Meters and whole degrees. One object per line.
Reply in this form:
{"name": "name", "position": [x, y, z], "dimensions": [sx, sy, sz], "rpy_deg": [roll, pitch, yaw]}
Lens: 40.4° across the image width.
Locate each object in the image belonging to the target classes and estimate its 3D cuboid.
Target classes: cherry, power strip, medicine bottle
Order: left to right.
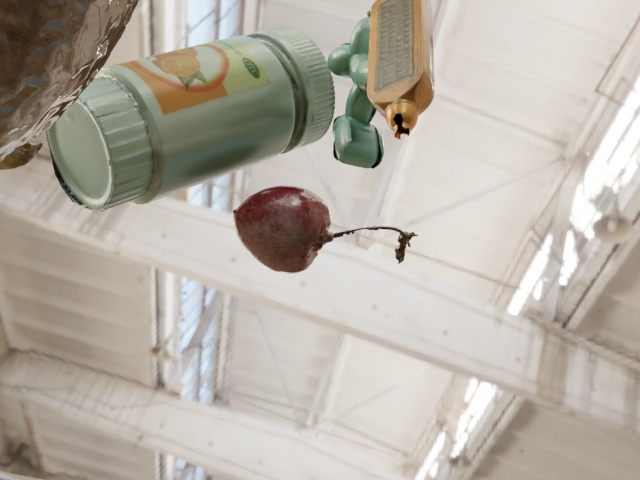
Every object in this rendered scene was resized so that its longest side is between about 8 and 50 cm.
{"name": "medicine bottle", "position": [-0.147, -0.146, 1.017], "dimensions": [0.158, 0.318, 0.158], "rpy_deg": [26, -53, 39]}
{"name": "cherry", "position": [0.000, 0.000, 1.058], "dimensions": [0.226, 0.106, 0.090], "rpy_deg": [19, 2, -10]}
{"name": "power strip", "position": [0.065, -0.143, 0.690], "dimensions": [0.049, 0.178, 0.028], "rpy_deg": [-19, -47, 26]}

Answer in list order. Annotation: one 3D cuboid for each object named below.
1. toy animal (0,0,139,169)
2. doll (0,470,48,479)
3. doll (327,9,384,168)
{"name": "toy animal", "position": [-0.248, -0.158, 0.611], "dimensions": [0.188, 0.358, 0.226], "rpy_deg": [47, -5, -11]}
{"name": "doll", "position": [-0.194, 0.177, 0.377], "dimensions": [0.370, 0.226, 0.215], "rpy_deg": [35, 4, -22]}
{"name": "doll", "position": [0.046, -0.175, 0.976], "dimensions": [0.059, 0.158, 0.159], "rpy_deg": [9, -69, -19]}
